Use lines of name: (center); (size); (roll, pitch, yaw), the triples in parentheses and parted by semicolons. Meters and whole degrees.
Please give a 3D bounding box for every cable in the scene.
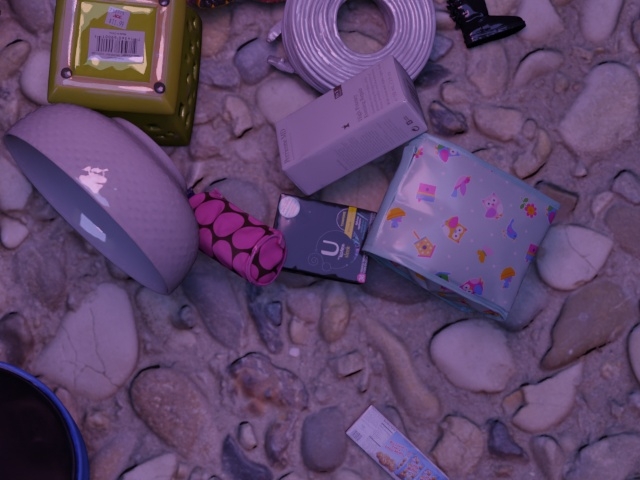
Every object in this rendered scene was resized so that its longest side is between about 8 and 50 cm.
cable: (0.065, -0.356, 1.634); (0.257, 0.089, 0.257); (29, 84, -7)

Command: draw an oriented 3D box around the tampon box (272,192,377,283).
tampon box: (0.000, 0.000, 1.601); (0.161, 0.101, 0.120); (10, 85, -2)

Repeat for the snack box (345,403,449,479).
snack box: (0.126, 0.353, 1.618); (0.178, 0.022, 0.064); (43, 83, 1)

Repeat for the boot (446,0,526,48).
boot: (0.281, -0.390, 1.684); (0.121, 0.045, 0.099); (-18, 80, -6)

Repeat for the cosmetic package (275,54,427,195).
cosmetic package: (0.045, -0.181, 1.564); (0.231, 0.085, 0.117); (-28, 46, 19)

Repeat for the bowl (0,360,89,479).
bowl: (-0.541, 0.352, 1.463); (0.391, 0.077, 0.391); (8, 57, -13)

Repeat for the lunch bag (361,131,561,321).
lunch bag: (0.210, -0.024, 1.570); (0.262, 0.160, 0.223); (28, 84, -19)

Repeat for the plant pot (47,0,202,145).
plant pot: (-0.312, -0.285, 1.557); (0.228, 0.207, 0.227); (5, 84, -4)

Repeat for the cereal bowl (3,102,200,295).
cereal bowl: (-0.305, -0.080, 1.485); (0.339, 0.339, 0.141); (43, 72, 1)

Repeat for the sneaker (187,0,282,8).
sneaker: (-0.133, -0.440, 1.640); (0.225, 0.092, 0.088); (-10, 110, -22)

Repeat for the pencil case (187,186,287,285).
pencil case: (-0.137, -0.009, 1.548); (0.098, 0.095, 0.209); (-45, 48, -16)
